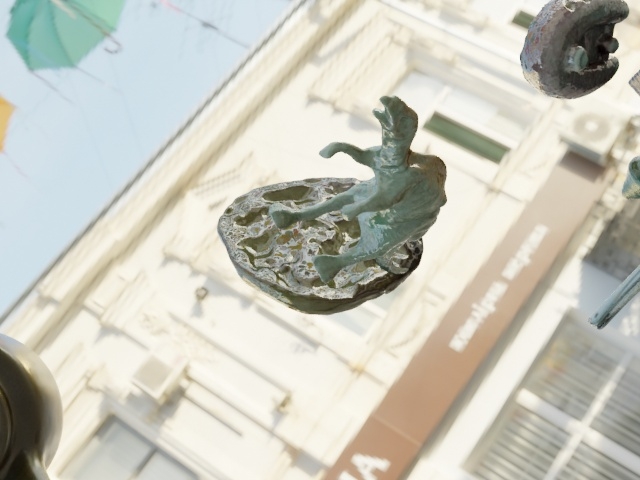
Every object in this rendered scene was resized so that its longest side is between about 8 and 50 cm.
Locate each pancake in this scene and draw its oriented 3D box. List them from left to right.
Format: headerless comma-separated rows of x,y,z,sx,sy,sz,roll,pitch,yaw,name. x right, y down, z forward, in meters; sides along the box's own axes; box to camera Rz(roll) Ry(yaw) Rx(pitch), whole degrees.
0.000,0.000,1.494,0.294,0.294,0.049,-38,-34,-42,pancake

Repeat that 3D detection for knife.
0.470,0.078,1.642,0.162,0.023,0.044,-53,13,28,knife

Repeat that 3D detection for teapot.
-0.360,0.167,1.009,0.185,0.268,0.175,-62,-3,-6,teapot

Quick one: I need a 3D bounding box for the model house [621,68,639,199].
0.552,-0.203,1.546,0.312,0.245,0.280,-36,-7,-41,model house

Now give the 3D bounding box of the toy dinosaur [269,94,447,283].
0.064,-0.021,1.260,0.205,0.092,0.393,-25,-35,8,toy dinosaur

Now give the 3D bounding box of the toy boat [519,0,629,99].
0.373,-0.271,1.511,0.227,0.085,0.155,-17,-57,-43,toy boat
